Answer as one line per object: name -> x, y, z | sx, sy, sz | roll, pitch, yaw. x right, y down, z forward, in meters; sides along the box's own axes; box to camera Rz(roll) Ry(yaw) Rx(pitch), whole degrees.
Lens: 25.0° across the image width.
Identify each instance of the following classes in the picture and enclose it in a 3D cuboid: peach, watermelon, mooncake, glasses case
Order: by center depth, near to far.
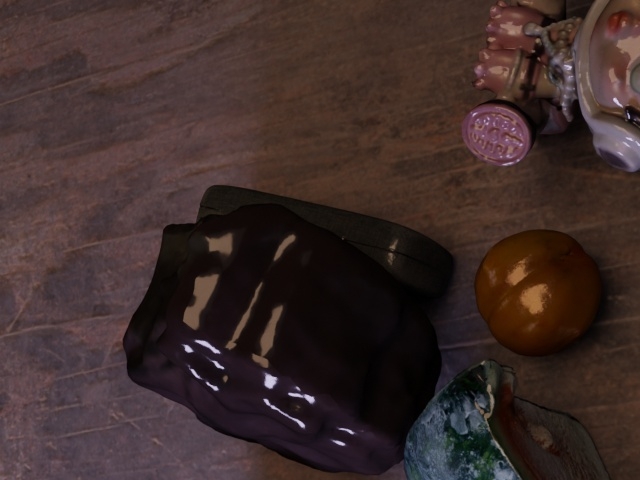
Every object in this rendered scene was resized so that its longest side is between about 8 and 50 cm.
watermelon -> 0.233, 0.259, 1.480 | 0.289, 0.213, 0.320 | 38, 144, 31
peach -> 0.238, 0.053, 1.564 | 0.138, 0.138, 0.138 | -10, 72, 32
mooncake -> -0.046, 0.120, 1.595 | 0.350, 0.381, 0.212 | 25, 74, -3
glasses case -> 0.000, 0.000, 1.736 | 0.323, 0.131, 0.074 | 13, 84, 36

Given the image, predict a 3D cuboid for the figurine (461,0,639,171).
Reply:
figurine -> 0.342, -0.185, 1.506 | 0.361, 0.211, 0.253 | 5, 86, 37
